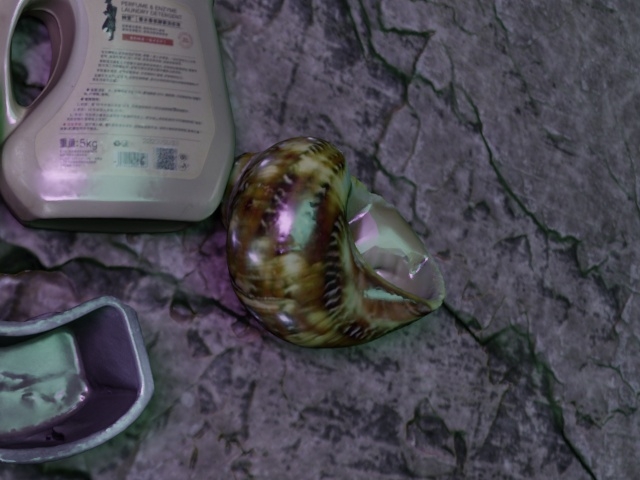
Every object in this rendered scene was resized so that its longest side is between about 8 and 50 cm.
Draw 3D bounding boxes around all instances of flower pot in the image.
[{"bbox_3d":[-0.232,0.091,0.597,0.229,0.108,0.103,-1,83,-35],"label":"flower pot"}]

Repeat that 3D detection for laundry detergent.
[{"bbox_3d":[-0.153,-0.135,0.694,0.181,0.091,0.254,0,83,-27],"label":"laundry detergent"}]

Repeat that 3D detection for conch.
[{"bbox_3d":[-0.003,0.001,0.759,0.187,0.124,0.182,-15,81,-59],"label":"conch"}]
